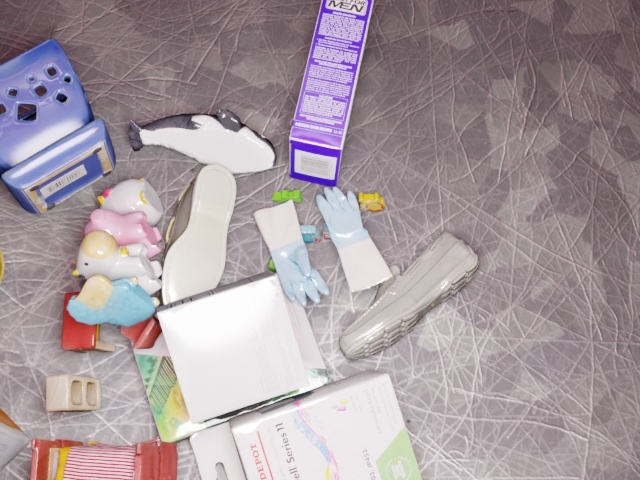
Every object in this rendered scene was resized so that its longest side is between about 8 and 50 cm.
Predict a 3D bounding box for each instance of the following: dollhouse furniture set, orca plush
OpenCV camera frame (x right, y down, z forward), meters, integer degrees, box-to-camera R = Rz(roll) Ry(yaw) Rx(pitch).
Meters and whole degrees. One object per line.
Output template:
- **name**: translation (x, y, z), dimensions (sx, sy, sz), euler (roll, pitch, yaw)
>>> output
- **dollhouse furniture set**: translation (-0.359, 0.266, 1.458), dimensions (0.201, 0.152, 0.374), euler (-4, 77, 13)
- **orca plush**: translation (-0.227, -0.197, 1.717), dimensions (0.287, 0.102, 0.151), euler (-3, 117, 5)

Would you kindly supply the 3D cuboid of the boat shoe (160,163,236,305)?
- **boat shoe**: translation (-0.235, 0.006, 1.613), dimensions (0.109, 0.091, 0.305), euler (25, 62, -24)

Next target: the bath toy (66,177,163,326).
- **bath toy**: translation (-0.364, 0.007, 1.539), dimensions (0.129, 0.151, 0.348), euler (-26, 33, 12)

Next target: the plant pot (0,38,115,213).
- **plant pot**: translation (-0.518, -0.193, 1.605), dimensions (0.236, 0.236, 0.212), euler (-33, 83, -14)

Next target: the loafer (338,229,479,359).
- **loafer**: translation (0.154, 0.101, 1.622), dimensions (0.319, 0.112, 0.111), euler (-36, 65, -16)

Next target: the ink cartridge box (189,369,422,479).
- **ink cartridge box**: translation (-0.028, 0.374, 1.481), dimensions (0.354, 0.119, 0.207), euler (-18, 90, -9)

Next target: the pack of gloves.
- **pack of gloves**: translation (0.000, 0.000, 1.608), dimensions (0.195, 0.046, 0.232), euler (-21, 62, -5)

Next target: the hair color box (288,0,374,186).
- **hair color box**: translation (0.019, -0.300, 1.697), dimensions (0.110, 0.185, 0.338), euler (13, 71, 2)

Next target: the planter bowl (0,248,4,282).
- **planter bowl**: translation (-0.687, 0.065, 1.560), dimensions (0.217, 0.090, 0.217), euler (13, 49, -16)

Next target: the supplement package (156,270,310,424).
- **supplement package**: translation (-0.150, 0.175, 1.463), dimensions (0.203, 0.149, 0.194), euler (-17, 93, -9)

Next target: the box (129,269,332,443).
- **box**: translation (-0.168, 0.211, 1.582), dimensions (0.322, 0.058, 0.232), euler (-19, 74, -8)

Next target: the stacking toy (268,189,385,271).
- **stacking toy**: translation (0.012, -0.012, 1.672), dimensions (0.221, 0.052, 0.166), euler (2, 62, 4)

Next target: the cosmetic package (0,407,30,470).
- **cosmetic package**: translation (-0.719, 0.224, 1.450), dimensions (0.453, 0.230, 0.161), euler (42, 73, 9)
